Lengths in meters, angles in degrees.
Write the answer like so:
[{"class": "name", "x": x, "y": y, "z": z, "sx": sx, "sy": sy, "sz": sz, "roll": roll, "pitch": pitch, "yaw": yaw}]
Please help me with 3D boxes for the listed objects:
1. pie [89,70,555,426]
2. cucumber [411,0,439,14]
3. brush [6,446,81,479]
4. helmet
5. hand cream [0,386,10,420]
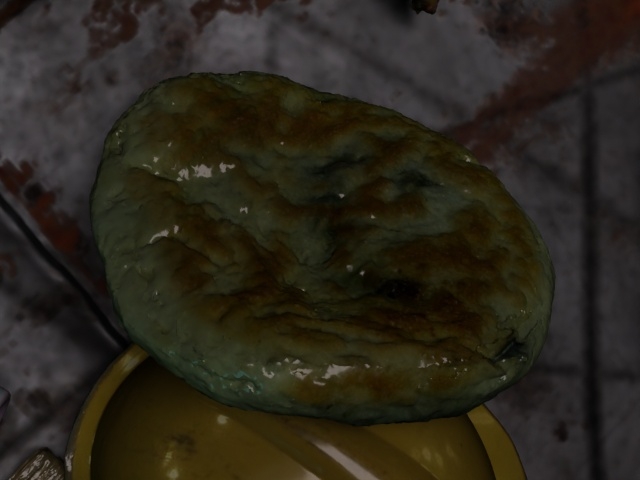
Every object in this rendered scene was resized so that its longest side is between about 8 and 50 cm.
[{"class": "pie", "x": 0.000, "y": 0.000, "z": 0.750, "sx": 0.240, "sy": 0.054, "sz": 0.240, "roll": 10, "pitch": 40, "yaw": -9}, {"class": "cucumber", "x": 0.032, "y": -0.266, "z": 0.827, "sx": 0.067, "sy": 0.067, "sz": 0.294, "roll": -5, "pitch": 90, "yaw": -14}, {"class": "brush", "x": -0.187, "y": 0.175, "z": 0.779, "sx": 0.170, "sy": 0.014, "sz": 0.043, "roll": -43, "pitch": 99, "yaw": -10}, {"class": "helmet", "x": 0.007, "y": 0.131, "z": 0.758, "sx": 0.257, "sy": 0.140, "sz": 0.205, "roll": 21, "pitch": 80, "yaw": -12}, {"class": "hand cream", "x": -0.238, "y": 0.052, "z": 0.761, "sx": 0.174, "sy": 0.047, "sz": 0.076, "roll": 28, "pitch": 82, "yaw": -1}]
